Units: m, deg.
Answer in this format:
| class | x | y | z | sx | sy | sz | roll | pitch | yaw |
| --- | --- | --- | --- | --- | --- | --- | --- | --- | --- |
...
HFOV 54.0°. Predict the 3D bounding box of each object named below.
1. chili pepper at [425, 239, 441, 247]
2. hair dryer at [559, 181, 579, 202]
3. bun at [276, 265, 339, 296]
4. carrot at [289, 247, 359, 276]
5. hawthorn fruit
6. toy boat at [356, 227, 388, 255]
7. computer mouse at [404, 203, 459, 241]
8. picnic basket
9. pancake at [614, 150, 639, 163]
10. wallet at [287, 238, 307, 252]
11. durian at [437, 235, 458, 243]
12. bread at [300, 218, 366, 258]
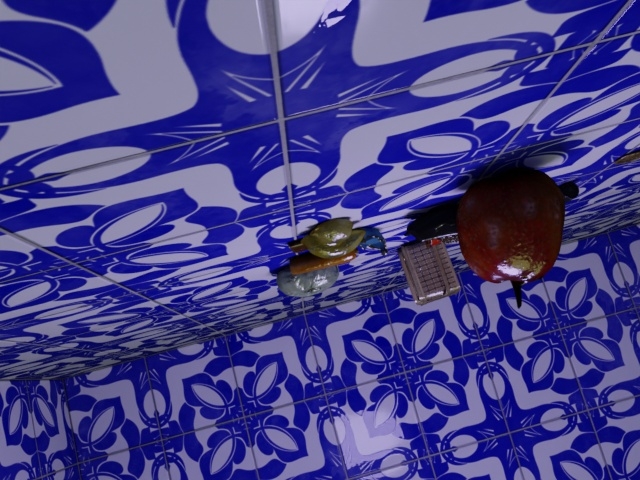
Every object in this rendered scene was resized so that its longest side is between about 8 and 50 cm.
| class | x | y | z | sx | sy | sz | roll | pitch | yaw |
| --- | --- | --- | --- | --- | --- | --- | --- | --- | --- |
| chili pepper | 0.437 | -0.033 | 2.143 | 0.168 | 0.065 | 0.088 | -20 | -175 | -4 |
| hair dryer | 0.725 | -0.143 | 2.037 | 0.197 | 0.057 | 0.100 | -6 | 167 | -5 |
| bun | -0.043 | 0.135 | 2.168 | 0.221 | 0.108 | 0.221 | -15 | 169 | -3 |
| carrot | 0.013 | 0.057 | 1.985 | 0.225 | 0.067 | 0.067 | -17 | 168 | 12 |
| hawthorn fruit | 0.496 | -0.004 | 1.633 | 0.284 | 0.369 | 0.285 | -4 | -176 | 0 |
| toy boat | 0.149 | 0.008 | 1.900 | 0.075 | 0.077 | 0.185 | -23 | 166 | 28 |
| computer mouse | 0.371 | -0.060 | 1.846 | 0.264 | 0.088 | 0.147 | -14 | -169 | 9 |
| picnic basket | 0.412 | 0.119 | 2.408 | 0.175 | 0.228 | 0.313 | -19 | 169 | 6 |
| pancake | 0.931 | -0.250 | 1.870 | 0.114 | 0.011 | 0.115 | -13 | 169 | -3 |
| wallet | 0.000 | 0.000 | 1.794 | 0.176 | 0.026 | 0.095 | -18 | 167 | 5 |
| durian | 0.416 | -0.033 | 2.023 | 0.188 | 0.091 | 0.148 | -5 | 165 | -36 |
| bread | 0.050 | -0.003 | 1.702 | 0.187 | 0.065 | 0.149 | 2 | 148 | -29 |
